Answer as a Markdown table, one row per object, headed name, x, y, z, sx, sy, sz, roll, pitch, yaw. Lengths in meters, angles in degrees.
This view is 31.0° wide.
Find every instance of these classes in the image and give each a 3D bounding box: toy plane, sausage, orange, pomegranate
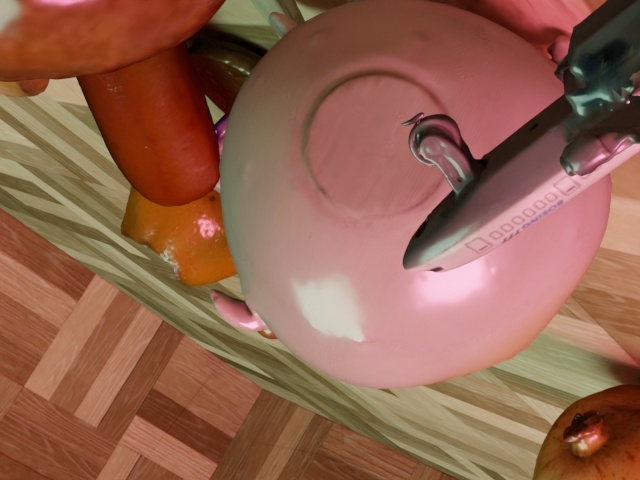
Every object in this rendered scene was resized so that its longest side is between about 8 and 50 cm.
| name | x | y | z | sx | sy | sz | roll | pitch | yaw |
| --- | --- | --- | --- | --- | --- | --- | --- | --- | --- |
| toy plane | 0.110 | -0.056 | 0.333 | 0.058 | 0.226 | 0.226 | 56 | -157 | -17 |
| sausage | -0.137 | -0.124 | 0.847 | 0.089 | 0.083 | 0.300 | 42 | 163 | 31 |
| orange | -0.137 | -0.022 | 1.225 | 0.156 | 0.134 | 0.156 | 26 | 153 | 14 |
| pomegranate | 0.295 | 0.225 | 1.055 | 0.215 | 0.215 | 0.215 | 29 | 167 | 7 |

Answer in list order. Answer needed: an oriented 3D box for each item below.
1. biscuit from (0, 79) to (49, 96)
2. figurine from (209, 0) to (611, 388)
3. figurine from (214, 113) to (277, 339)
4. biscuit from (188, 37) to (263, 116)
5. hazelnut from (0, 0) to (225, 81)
| name | x | y | z | sx | sy | sz | roll | pitch | yaw |
| --- | --- | --- | --- | --- | --- | --- | --- | --- | --- |
| biscuit | -0.461 | -0.301 | 0.957 | 0.429 | 0.104 | 0.446 | 28 | 170 | 9 |
| figurine | 0.046 | -0.041 | 0.722 | 0.274 | 0.226 | 0.394 | 60 | -175 | 11 |
| figurine | -0.009 | 0.003 | 1.031 | 0.274 | 0.133 | 0.194 | 27 | 125 | 4 |
| biscuit | -0.028 | -0.101 | 0.897 | 0.175 | 0.026 | 0.124 | 34 | 166 | -6 |
| hazelnut | -0.147 | -0.167 | 0.562 | 0.210 | 0.186 | 0.210 | 12 | 168 | 3 |
